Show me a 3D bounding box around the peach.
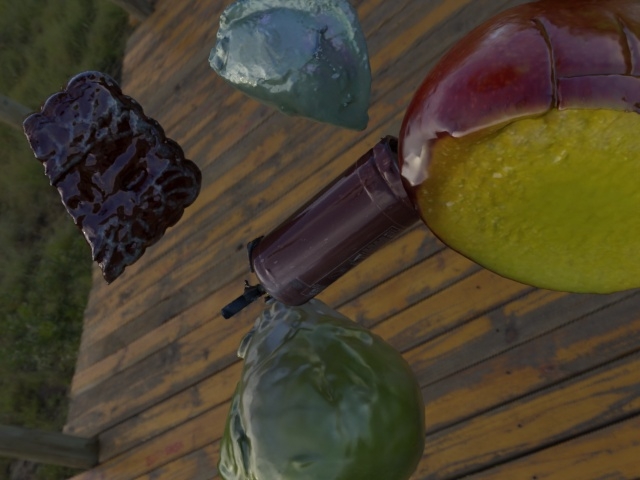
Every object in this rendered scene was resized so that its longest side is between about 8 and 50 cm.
[{"bbox_3d":[0.196,-0.084,0.543,0.245,0.275,0.248,-107,31,-59],"label":"peach"}]

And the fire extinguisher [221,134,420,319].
[{"bbox_3d":[0.000,0.000,0.709,0.269,0.105,0.104,-37,46,26],"label":"fire extinguisher"}]

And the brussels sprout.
[{"bbox_3d":[0.008,0.242,0.877,0.242,0.274,0.316,111,169,-60],"label":"brussels sprout"}]

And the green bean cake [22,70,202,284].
[{"bbox_3d":[-0.287,-0.091,0.842,0.198,0.232,0.097,-45,26,-14],"label":"green bean cake"}]

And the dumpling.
[{"bbox_3d":[-0.022,-0.210,0.753,0.149,0.217,0.104,-44,22,57],"label":"dumpling"}]
